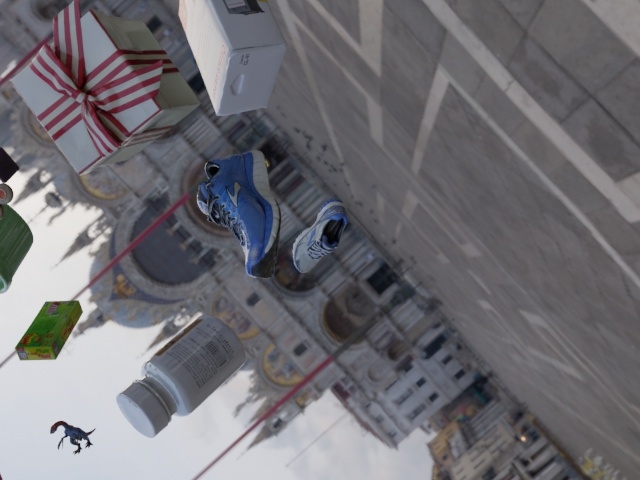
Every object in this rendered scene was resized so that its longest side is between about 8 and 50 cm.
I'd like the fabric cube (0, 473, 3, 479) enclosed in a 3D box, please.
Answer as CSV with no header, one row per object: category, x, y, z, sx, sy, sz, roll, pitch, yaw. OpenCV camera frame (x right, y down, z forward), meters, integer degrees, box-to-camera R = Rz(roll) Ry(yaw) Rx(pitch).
fabric cube,-0.798,0.548,1.317,0.259,0.254,0.258,11,-159,-46

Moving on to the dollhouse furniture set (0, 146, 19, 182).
dollhouse furniture set,-0.510,-0.095,0.938,0.091,0.081,0.114,59,-140,-35

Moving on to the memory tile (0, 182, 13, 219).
memory tile,-0.609,-0.082,1.150,0.148,0.113,0.012,36,-166,0

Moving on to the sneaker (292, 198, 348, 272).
sneaker,0.000,0.000,1.057,0.052,0.135,0.058,20,-157,-27

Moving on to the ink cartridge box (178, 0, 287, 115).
ink cartridge box,-0.201,-0.461,1.447,0.306,0.131,0.226,66,156,18

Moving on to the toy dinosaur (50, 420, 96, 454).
toy dinosaur,-0.439,0.339,1.172,0.090,0.047,0.082,-112,-1,-66

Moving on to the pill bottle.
pill bottle,-0.262,0.254,1.256,0.131,0.229,0.131,26,137,27

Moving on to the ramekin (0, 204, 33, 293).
ramekin,-0.854,-0.016,1.614,0.303,0.148,0.303,17,148,11

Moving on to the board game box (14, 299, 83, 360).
board game box,-0.671,0.221,1.659,0.181,0.092,0.043,-83,-11,-57

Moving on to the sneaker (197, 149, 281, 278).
sneaker,-0.163,-0.049,1.303,0.330,0.147,0.129,-110,21,-45

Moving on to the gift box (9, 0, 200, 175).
gift box,-0.414,-0.312,1.325,0.255,0.276,0.258,50,-162,-4
